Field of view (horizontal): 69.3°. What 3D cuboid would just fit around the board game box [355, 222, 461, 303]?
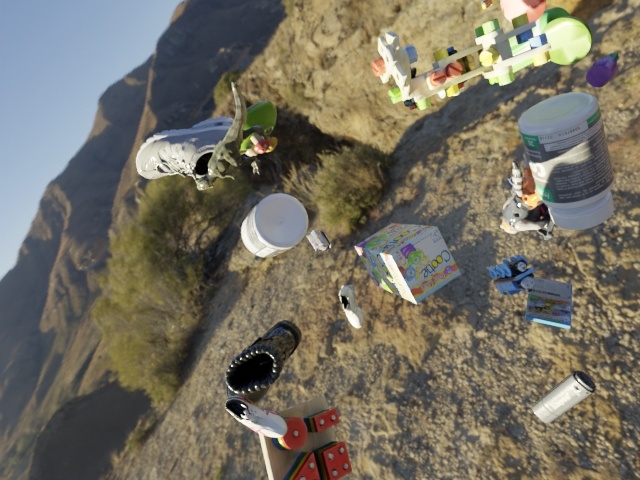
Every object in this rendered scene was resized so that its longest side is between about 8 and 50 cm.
[{"bbox_3d":[0.222,0.049,1.242,0.144,0.142,0.275,-31,11,-10],"label":"board game box"}]

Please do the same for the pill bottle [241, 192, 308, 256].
[{"bbox_3d":[-0.123,-0.028,1.136,0.130,0.130,0.245,-59,11,-16],"label":"pill bottle"}]

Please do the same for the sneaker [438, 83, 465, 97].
[{"bbox_3d":[0.461,-0.556,1.685,0.212,0.080,0.094,-89,13,-51],"label":"sneaker"}]

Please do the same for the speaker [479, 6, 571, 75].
[{"bbox_3d":[0.647,-0.619,1.482,0.131,0.131,0.296,-58,15,-13],"label":"speaker"}]

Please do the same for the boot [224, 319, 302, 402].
[{"bbox_3d":[-0.201,0.393,1.337,0.348,0.131,0.260,-56,-4,14],"label":"boot"}]

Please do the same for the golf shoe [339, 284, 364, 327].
[{"bbox_3d":[0.107,0.256,1.728,0.069,0.176,0.086,-16,10,30],"label":"golf shoe"}]

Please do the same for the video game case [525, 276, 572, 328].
[{"bbox_3d":[0.679,0.180,1.376,0.119,0.015,0.166,11,46,21],"label":"video game case"}]

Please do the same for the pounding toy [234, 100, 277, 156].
[{"bbox_3d":[-0.190,-0.287,1.355,0.183,0.110,0.237,-35,-5,-41],"label":"pounding toy"}]

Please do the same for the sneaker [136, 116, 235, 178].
[{"bbox_3d":[-0.311,-0.191,1.065,0.281,0.105,0.115,-16,66,21],"label":"sneaker"}]

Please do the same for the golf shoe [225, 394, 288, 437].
[{"bbox_3d":[-0.178,0.483,1.254,0.067,0.186,0.086,-68,-16,-5],"label":"golf shoe"}]

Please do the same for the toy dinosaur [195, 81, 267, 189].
[{"bbox_3d":[-0.171,-0.192,0.955,0.064,0.118,0.268,55,131,29],"label":"toy dinosaur"}]

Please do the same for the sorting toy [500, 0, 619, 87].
[{"bbox_3d":[0.643,-0.565,1.207,0.126,0.365,0.127,-48,1,-21],"label":"sorting toy"}]

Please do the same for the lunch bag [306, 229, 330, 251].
[{"bbox_3d":[0.000,0.000,1.706,0.053,0.083,0.071,-39,67,18],"label":"lunch bag"}]

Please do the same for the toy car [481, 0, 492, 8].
[{"bbox_3d":[0.431,-0.628,1.150,0.040,0.122,0.060,-42,54,-14],"label":"toy car"}]

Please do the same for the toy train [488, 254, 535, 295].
[{"bbox_3d":[0.570,0.106,1.368,0.080,0.105,0.184,-29,-7,-5],"label":"toy train"}]

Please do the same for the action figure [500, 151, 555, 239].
[{"bbox_3d":[0.741,-0.173,1.728,0.341,0.178,0.330,-102,10,-50],"label":"action figure"}]

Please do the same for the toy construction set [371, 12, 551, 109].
[{"bbox_3d":[0.257,-0.346,0.925,0.327,0.151,0.215,-10,16,-5],"label":"toy construction set"}]

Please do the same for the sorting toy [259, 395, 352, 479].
[{"bbox_3d":[-0.035,0.627,1.389,0.089,0.255,0.257,-28,73,47],"label":"sorting toy"}]

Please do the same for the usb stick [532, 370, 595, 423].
[{"bbox_3d":[0.755,0.494,1.450,0.077,0.045,0.278,54,150,31],"label":"usb stick"}]

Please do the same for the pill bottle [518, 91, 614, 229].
[{"bbox_3d":[0.724,-0.222,1.346,0.204,0.361,0.204,-24,26,13],"label":"pill bottle"}]
